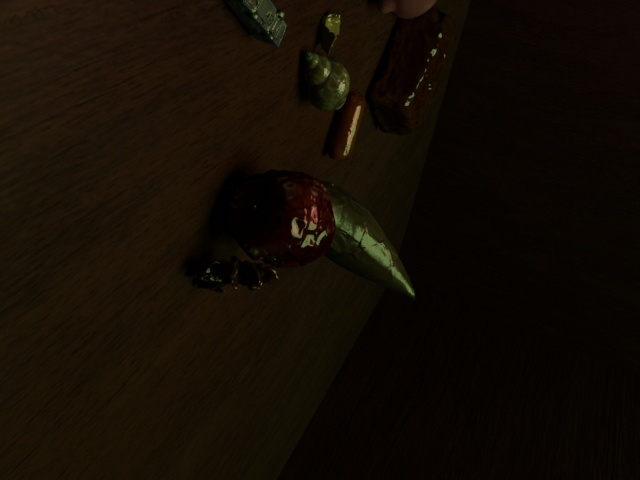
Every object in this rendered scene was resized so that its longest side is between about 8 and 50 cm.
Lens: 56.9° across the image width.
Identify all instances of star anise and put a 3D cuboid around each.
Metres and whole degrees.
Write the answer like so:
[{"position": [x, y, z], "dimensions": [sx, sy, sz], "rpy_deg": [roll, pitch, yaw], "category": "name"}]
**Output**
[{"position": [-0.173, 0.070, 1.185], "dimensions": [0.234, 0.177, 0.074], "rpy_deg": [118, -26, -78], "category": "star anise"}]

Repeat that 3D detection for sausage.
[{"position": [0.073, -0.319, 1.641], "dimensions": [0.076, 0.076, 0.198], "rpy_deg": [-18, 126, -72], "category": "sausage"}]

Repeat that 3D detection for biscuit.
[{"position": [0.312, -0.565, 1.977], "dimensions": [0.396, 0.166, 0.342], "rpy_deg": [-67, 163, -3], "category": "biscuit"}]

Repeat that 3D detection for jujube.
[{"position": [-0.080, -0.046, 1.209], "dimensions": [0.213, 0.212, 0.232], "rpy_deg": [-67, 159, -6], "category": "jujube"}]

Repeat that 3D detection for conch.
[{"position": [0.014, -0.353, 1.338], "dimensions": [0.173, 0.105, 0.116], "rpy_deg": [-70, 171, -80], "category": "conch"}]

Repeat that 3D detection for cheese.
[{"position": [0.019, -0.460, 1.312], "dimensions": [0.060, 0.041, 0.084], "rpy_deg": [100, 1, -60], "category": "cheese"}]

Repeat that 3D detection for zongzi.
[{"position": [0.091, 0.007, 1.577], "dimensions": [0.174, 0.393, 0.356], "rpy_deg": [-46, 162, 6], "category": "zongzi"}]

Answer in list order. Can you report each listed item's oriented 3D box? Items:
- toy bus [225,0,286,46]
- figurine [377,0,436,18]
[{"position": [-0.103, -0.371, 0.956], "dimensions": [0.051, 0.061, 0.153], "rpy_deg": [-67, 164, -1], "category": "toy bus"}, {"position": [0.234, -0.669, 1.547], "dimensions": [0.173, 0.173, 0.173], "rpy_deg": [21, 90, -75], "category": "figurine"}]
